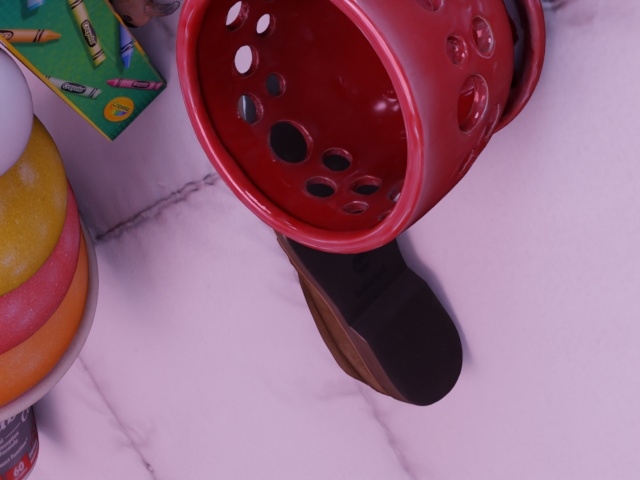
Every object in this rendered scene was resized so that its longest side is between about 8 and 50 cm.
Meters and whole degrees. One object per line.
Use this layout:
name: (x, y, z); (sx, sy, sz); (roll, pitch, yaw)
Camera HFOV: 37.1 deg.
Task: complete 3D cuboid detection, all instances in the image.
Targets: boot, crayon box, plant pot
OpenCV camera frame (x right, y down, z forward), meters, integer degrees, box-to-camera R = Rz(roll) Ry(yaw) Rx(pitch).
boot: (0.000, 0.000, 0.779); (0.115, 0.112, 0.305); (-2, 118, 57)
crayon box: (-0.244, -0.200, 0.776); (0.165, 0.081, 0.278); (42, 176, 14)
plant pot: (0.033, -0.110, 0.602); (0.191, 0.174, 0.191); (25, 132, 31)

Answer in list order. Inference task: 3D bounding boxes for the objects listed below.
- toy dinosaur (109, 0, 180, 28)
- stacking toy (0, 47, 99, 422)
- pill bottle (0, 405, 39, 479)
toy dinosaur: (-0.170, -0.281, 0.667); (0.200, 0.127, 0.295); (46, 179, 6)
stacking toy: (-0.329, -0.034, 0.853); (0.350, 0.351, 0.480); (53, 146, 2)
pill bottle: (-0.530, 0.201, 1.362); (0.210, 0.210, 0.362); (28, 135, 28)
